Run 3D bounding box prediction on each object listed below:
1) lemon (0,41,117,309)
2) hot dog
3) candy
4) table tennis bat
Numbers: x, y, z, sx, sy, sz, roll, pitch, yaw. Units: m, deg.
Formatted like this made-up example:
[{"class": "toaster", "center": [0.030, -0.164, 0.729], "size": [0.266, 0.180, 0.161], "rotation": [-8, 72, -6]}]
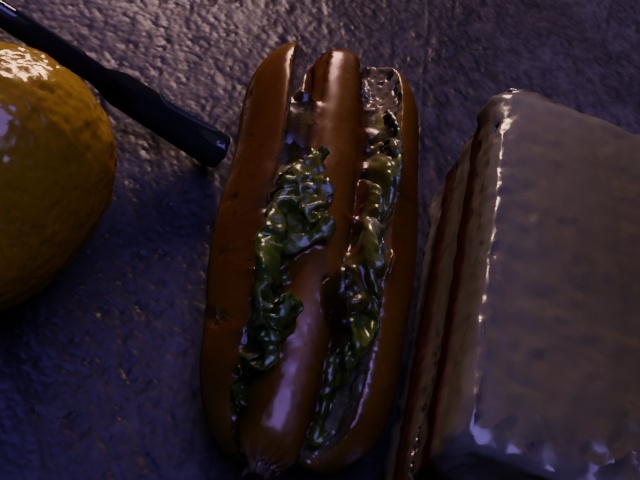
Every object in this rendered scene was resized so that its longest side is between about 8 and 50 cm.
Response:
[{"class": "lemon", "center": [-0.195, -0.029, 0.573], "size": [0.142, 0.142, 0.187], "rotation": [30, 65, -1]}, {"class": "hot dog", "center": [0.000, 0.000, 0.658], "size": [0.135, 0.100, 0.337], "rotation": [17, 53, -12]}, {"class": "candy", "center": [0.154, 0.055, 0.642], "size": [0.179, 0.135, 0.320], "rotation": [22, 44, -5]}, {"class": "table tennis bat", "center": [-0.163, -0.117, 0.670], "size": [0.236, 0.150, 0.027], "rotation": [31, 91, -22]}]
